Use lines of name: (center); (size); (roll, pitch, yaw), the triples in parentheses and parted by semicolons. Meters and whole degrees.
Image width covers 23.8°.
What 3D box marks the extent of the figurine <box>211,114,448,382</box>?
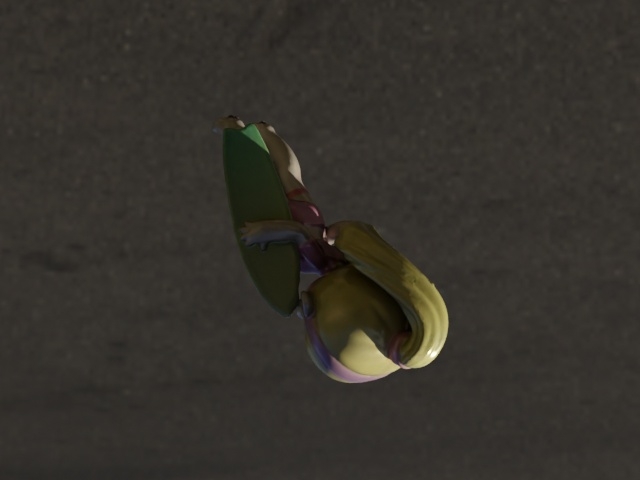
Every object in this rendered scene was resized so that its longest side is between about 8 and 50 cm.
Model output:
figurine: (0.000, 0.000, 0.819); (0.083, 0.187, 0.083); (-23, 153, -13)
